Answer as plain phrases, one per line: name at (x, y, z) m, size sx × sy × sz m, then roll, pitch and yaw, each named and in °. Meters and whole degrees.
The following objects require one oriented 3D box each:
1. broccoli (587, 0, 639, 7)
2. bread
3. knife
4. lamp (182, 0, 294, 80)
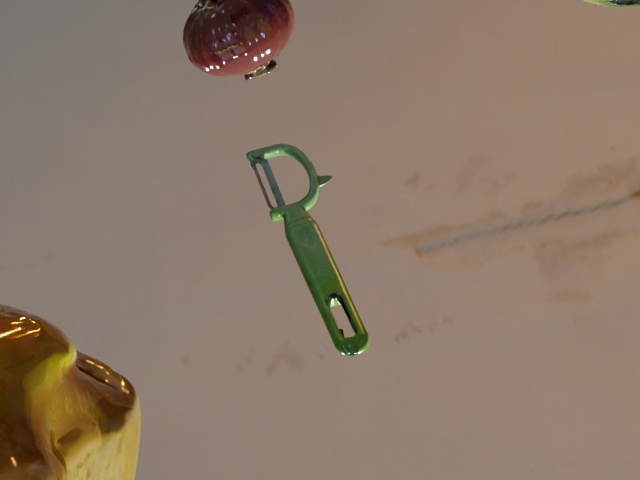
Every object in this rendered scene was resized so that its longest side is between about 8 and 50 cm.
broccoli at (0.358, -0.239, 1.155) m, size 0.304 × 0.165 × 0.145 m, roll -1°, pitch -153°, yaw 19°
bread at (-0.319, 0.249, 1.172) m, size 0.250 × 0.394 × 0.361 m, roll 14°, pitch -158°, yaw 7°
knife at (0.000, 0.001, 0.959) m, size 0.054 × 0.015 × 0.212 m, roll -14°, pitch -134°, yaw -9°
lamp at (-0.071, -0.183, 1.171) m, size 0.101 × 0.090 × 0.101 m, roll -25°, pitch -159°, yaw 10°
